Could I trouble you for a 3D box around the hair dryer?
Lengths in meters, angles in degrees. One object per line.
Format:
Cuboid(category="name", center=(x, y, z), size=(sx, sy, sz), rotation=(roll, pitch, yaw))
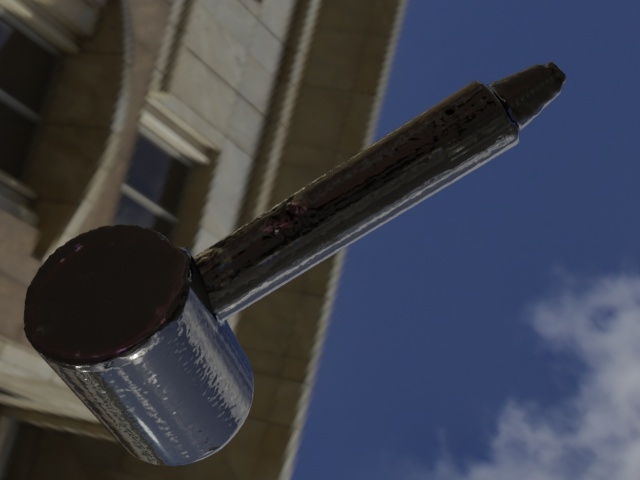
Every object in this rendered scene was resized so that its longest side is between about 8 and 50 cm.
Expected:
Cuboid(category="hair dryer", center=(-0.001, -0.001, 0.656), size=(0.248, 0.114, 0.070), rotation=(-33, -124, -6))
